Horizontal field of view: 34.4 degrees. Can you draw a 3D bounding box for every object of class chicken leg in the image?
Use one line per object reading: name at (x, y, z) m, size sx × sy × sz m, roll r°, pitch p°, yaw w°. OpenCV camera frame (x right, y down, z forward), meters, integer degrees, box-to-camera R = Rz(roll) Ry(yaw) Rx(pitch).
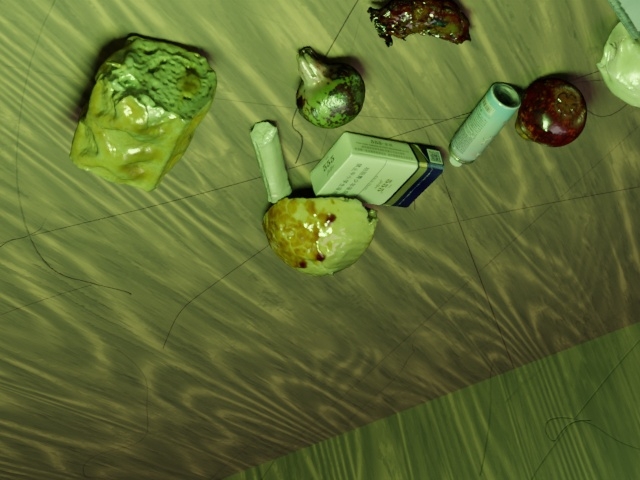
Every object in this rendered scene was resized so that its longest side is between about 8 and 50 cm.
chicken leg at (0.188, -0.402, 1.897) m, size 0.233 × 0.063 × 0.105 m, roll -4°, pitch 154°, yaw -20°

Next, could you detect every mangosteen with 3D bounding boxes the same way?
mangosteen at (0.485, -0.255, 2.201) m, size 0.155 × 0.146 × 0.181 m, roll -5°, pitch 150°, yaw -22°

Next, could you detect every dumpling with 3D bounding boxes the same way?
dumpling at (0.668, -0.371, 2.110) m, size 0.258 × 0.147 × 0.193 m, roll 18°, pitch 107°, yaw -36°

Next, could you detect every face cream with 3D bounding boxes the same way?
face cream at (0.345, -0.241, 2.236) m, size 0.075 × 0.075 × 0.229 m, roll 1°, pitch 148°, yaw -26°

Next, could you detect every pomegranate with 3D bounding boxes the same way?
pomegranate at (0.012, -0.296, 1.970) m, size 0.138 × 0.163 × 0.125 m, roll -15°, pitch -166°, yaw 31°

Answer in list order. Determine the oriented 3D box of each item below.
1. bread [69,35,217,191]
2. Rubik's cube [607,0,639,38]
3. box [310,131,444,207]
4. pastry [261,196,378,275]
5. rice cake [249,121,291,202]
bread at (-0.321, -0.223, 1.853) m, size 0.196 × 0.238 × 0.252 m, roll 38°, pitch 129°, yaw -5°
Rubik's cube at (0.536, -0.521, 1.655) m, size 0.260 × 0.259 × 0.254 m, roll -28°, pitch 149°, yaw 24°
box at (0.128, -0.152, 2.292) m, size 0.259 × 0.071 × 0.168 m, roll 6°, pitch 145°, yaw -33°
pastry at (-0.003, -0.002, 2.341) m, size 0.236 × 0.170 × 0.256 m, roll 1°, pitch 168°, yaw -25°
rice cake at (-0.104, -0.163, 2.187) m, size 0.057 × 0.052 × 0.256 m, roll -17°, pitch 151°, yaw -3°
